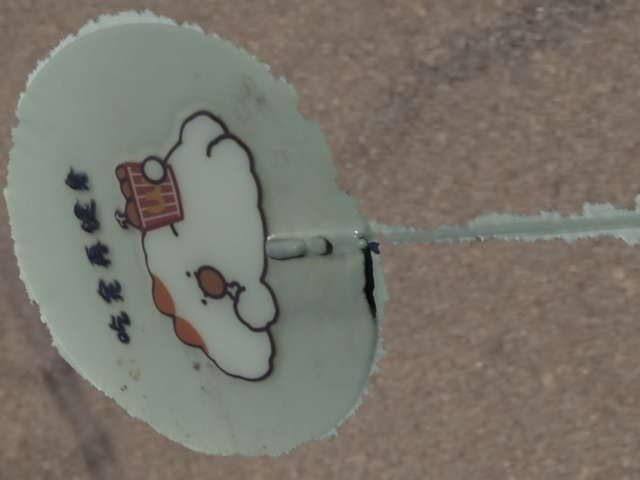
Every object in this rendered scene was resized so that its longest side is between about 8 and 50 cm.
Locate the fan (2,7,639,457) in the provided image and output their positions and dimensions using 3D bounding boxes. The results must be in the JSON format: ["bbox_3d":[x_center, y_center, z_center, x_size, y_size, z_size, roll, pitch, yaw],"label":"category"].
[{"bbox_3d":[0.000,0.000,0.601,0.329,0.009,0.190,-2,110,35],"label":"fan"}]
